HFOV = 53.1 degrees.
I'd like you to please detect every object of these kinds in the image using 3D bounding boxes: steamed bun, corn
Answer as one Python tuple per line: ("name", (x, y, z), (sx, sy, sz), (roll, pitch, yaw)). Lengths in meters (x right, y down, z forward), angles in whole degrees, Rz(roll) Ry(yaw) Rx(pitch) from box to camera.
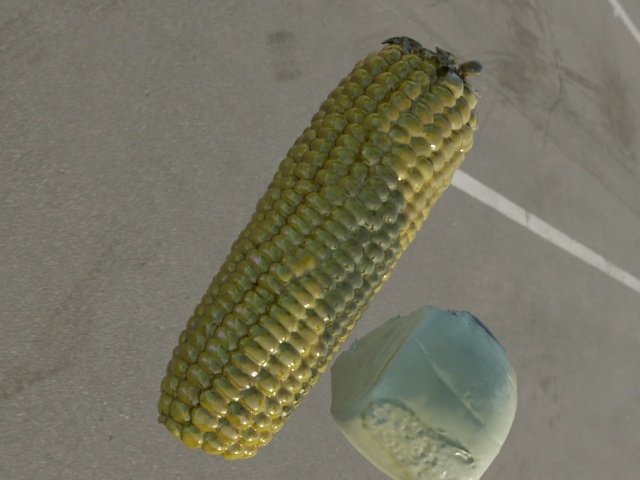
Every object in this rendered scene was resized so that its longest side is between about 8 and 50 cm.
("steamed bun", (0.183, 0.251, 1.068), (0.290, 0.272, 0.273), (33, 18, -6))
("corn", (0.000, 0.000, 0.426), (0.106, 0.106, 0.305), (41, 77, -35))
